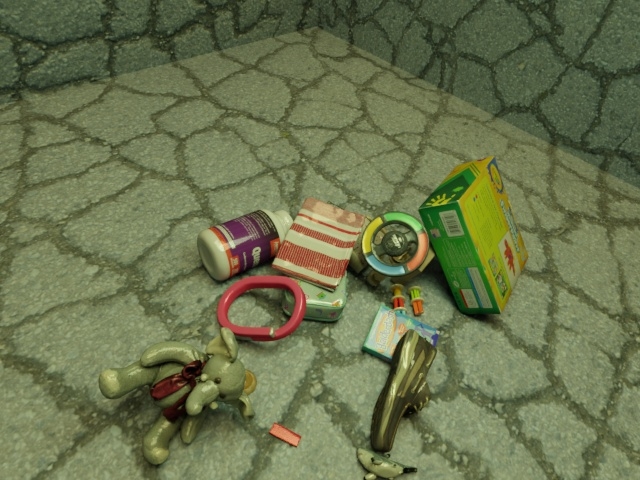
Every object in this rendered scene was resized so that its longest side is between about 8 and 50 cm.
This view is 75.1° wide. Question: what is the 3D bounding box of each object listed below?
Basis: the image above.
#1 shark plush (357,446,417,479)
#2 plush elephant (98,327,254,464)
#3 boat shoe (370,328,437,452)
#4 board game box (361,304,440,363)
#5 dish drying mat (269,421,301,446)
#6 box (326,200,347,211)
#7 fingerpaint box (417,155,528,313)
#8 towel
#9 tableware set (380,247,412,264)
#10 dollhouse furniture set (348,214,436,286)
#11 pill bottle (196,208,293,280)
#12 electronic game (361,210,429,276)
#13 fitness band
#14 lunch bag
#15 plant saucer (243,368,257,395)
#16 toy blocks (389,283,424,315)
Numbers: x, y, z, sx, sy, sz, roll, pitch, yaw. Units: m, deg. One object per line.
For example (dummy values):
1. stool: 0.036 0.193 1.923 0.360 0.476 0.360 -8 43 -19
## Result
1. shark plush: 0.179 0.581 1.097 0.161 0.073 0.067 3 15 -3
2. plush elephant: -0.300 0.360 1.029 0.255 0.271 0.330 -14 11 36
3. boat shoe: 0.249 0.426 1.181 0.130 0.132 0.355 24 62 6
4. board game box: 0.259 0.322 1.343 0.210 0.047 0.160 23 60 9
5. dish drying mat: -0.094 0.521 1.117 0.083 0.008 0.032 23 45 10
6. box: 0.074 -0.032 1.599 0.191 0.045 0.184 28 63 -10
7. fingerpaint box: 0.569 -0.021 1.517 0.163 0.444 0.371 -8 26 46
8. towel: 0.000 0.000 1.436 0.237 0.037 0.329 19 55 9
9. tableware set: 0.263 0.052 1.633 0.194 0.039 0.128 10 45 -4
10. dollhouse furniture set: 0.237 -0.024 1.527 0.355 0.174 0.303 46 58 5
11. pill bottle: -0.250 0.001 1.457 0.323 0.181 0.181 -25 57 -31
12. electronic game: 0.251 0.011 1.410 0.229 0.048 0.229 -3 75 12
13. fitness band: -0.186 0.206 1.296 0.291 0.054 0.209 -1 55 21
14. lunch bag: -0.025 0.136 1.434 0.224 0.108 0.279 5 45 -4
15. plant saucer: -0.224 0.404 1.193 0.083 0.015 0.083 7 45 -7
16. toy blocks: 0.309 0.230 1.463 0.123 0.054 0.148 8 47 -8
